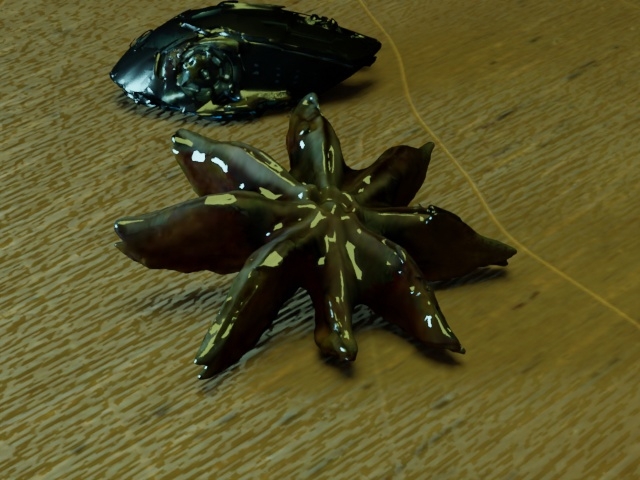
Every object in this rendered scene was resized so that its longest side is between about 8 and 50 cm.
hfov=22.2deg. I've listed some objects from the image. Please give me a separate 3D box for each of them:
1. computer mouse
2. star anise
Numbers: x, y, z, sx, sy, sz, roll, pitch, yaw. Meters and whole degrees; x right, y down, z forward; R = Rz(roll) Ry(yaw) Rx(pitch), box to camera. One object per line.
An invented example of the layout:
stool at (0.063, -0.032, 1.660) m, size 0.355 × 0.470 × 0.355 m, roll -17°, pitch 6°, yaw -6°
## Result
computer mouse at (-0.066, -0.166, 1.421) m, size 0.242 × 0.077 × 0.146 m, roll -7°, pitch 33°, yaw -9°
star anise at (0.000, 0.001, 1.125) m, size 0.288 × 0.088 × 0.288 m, roll 6°, pitch 41°, yaw -5°
